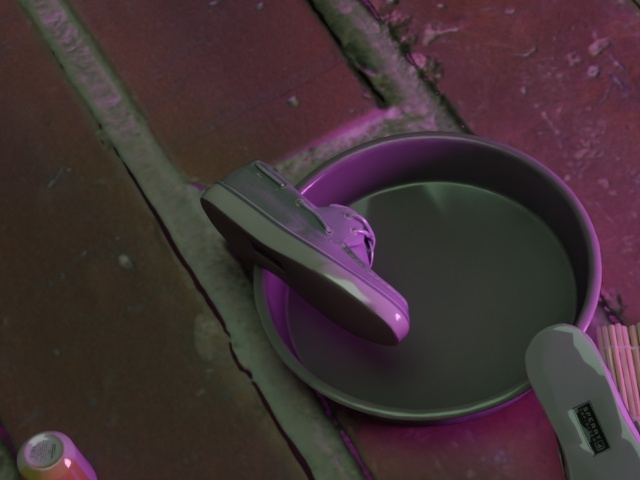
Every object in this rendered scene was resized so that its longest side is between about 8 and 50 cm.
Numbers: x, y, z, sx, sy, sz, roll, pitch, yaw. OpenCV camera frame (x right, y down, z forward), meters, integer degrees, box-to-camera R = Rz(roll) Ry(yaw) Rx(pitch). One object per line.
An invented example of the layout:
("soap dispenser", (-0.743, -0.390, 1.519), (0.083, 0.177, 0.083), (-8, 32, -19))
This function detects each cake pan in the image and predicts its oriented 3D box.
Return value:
("cake pan", (0.090, 0.036, 1.520), (0.293, 0.054, 0.293), (-3, 54, 5))

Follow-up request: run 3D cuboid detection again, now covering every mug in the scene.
("mug", (-0.212, 0.190, 1.443), (0.062, 0.064, 0.078), (-39, 59, -20))

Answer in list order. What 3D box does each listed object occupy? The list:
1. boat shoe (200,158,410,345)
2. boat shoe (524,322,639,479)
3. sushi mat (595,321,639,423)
("boat shoe", (0.000, 0.000, 1.475), (0.227, 0.079, 0.081), (35, 70, 31))
("boat shoe", (0.222, 0.169, 1.376), (0.077, 0.070, 0.219), (-20, 75, 13))
("sushi mat", (0.312, 0.191, 1.402), (0.151, 0.019, 0.317), (-7, 54, 4))
